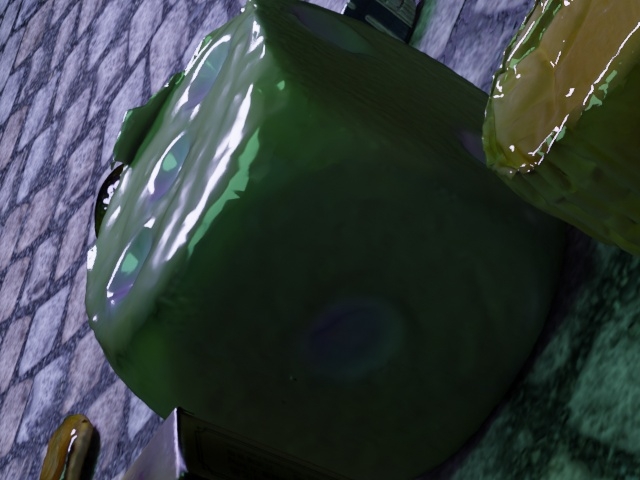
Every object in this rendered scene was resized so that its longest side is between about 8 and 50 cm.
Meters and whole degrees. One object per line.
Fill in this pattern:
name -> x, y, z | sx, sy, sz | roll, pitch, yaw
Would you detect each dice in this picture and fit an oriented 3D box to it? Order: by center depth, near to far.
dice -> 0.000, 0.000, 1.304 | 0.252, 0.254, 0.250 | -57, 26, 19

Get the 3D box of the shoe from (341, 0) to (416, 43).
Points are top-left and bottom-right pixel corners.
shoe -> 0.032, -0.171, 1.675 | 0.143, 0.064, 0.071 | -52, 6, 19

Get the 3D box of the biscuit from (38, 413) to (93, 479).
biscuit -> -0.280, 0.293, 1.960 | 0.118, 0.029, 0.247 | 142, 146, -62

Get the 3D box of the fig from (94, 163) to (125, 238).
fig -> -0.143, -0.026, 1.891 | 0.156, 0.123, 0.123 | 0, 61, 24

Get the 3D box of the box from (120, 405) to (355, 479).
box -> -0.017, 0.207, 1.145 | 0.159, 0.240, 0.071 | -55, 24, 28

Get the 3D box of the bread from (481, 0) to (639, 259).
bread -> 0.208, -0.112, 1.093 | 0.250, 0.133, 0.179 | -57, 23, 20
